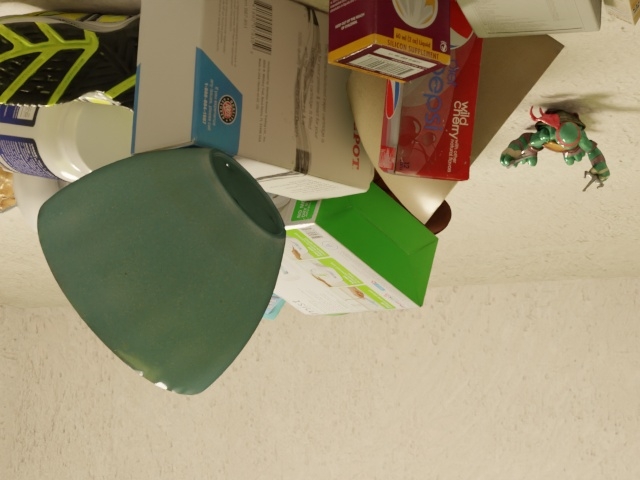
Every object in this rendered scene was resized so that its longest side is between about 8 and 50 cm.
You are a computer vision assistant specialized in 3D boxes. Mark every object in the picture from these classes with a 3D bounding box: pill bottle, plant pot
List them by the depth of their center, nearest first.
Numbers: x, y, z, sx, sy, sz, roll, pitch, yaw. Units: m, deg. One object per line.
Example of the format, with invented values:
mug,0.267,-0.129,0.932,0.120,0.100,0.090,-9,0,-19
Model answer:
plant pot,-0.155,0.006,1.616,0.195,0.290,0.290,-39,154,15
plant pot,0.145,-0.189,1.757,0.191,0.284,0.284,38,167,2
pill bottle,-0.368,-0.161,2.005,0.153,0.153,0.264,12,180,-41

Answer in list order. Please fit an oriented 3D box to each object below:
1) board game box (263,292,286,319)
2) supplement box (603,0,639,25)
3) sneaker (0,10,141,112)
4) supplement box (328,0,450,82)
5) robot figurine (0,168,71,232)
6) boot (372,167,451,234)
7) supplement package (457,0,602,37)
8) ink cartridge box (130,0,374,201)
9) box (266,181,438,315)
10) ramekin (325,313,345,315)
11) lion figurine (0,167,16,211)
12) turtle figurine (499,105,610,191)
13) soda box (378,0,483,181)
board game box,-0.219,-0.020,2.424,0.253,0.336,0.079,9,129,-33
supplement box,0.321,-0.271,1.439,0.036,0.062,0.098,29,178,21
sneaker,-0.280,-0.248,1.842,0.384,0.145,0.147,5,-161,-27
supplement box,0.072,-0.270,1.443,0.104,0.188,0.081,10,165,-36
robot figurine,-0.338,-0.101,2.237,0.353,0.200,0.300,-7,-153,-2
boot,0.132,-0.095,2.056,0.264,0.096,0.280,21,156,-19
supplement package,0.200,-0.306,1.383,0.139,0.134,0.244,-1,168,17
ink cartridge box,-0.079,-0.189,1.781,0.129,0.223,0.307,-9,164,44
box,0.000,0.000,2.052,0.231,0.127,0.262,-7,147,42
ramekin,0.042,-0.034,2.377,0.303,0.303,0.148,10,159,-35
lion figurine,-0.467,-0.109,2.515,0.392,0.142,0.240,-3,170,-35
turtle figurine,0.377,-0.148,2.195,0.175,0.118,0.234,16,-176,1
soda box,0.128,-0.202,1.569,0.092,0.263,0.083,5,-175,-13
